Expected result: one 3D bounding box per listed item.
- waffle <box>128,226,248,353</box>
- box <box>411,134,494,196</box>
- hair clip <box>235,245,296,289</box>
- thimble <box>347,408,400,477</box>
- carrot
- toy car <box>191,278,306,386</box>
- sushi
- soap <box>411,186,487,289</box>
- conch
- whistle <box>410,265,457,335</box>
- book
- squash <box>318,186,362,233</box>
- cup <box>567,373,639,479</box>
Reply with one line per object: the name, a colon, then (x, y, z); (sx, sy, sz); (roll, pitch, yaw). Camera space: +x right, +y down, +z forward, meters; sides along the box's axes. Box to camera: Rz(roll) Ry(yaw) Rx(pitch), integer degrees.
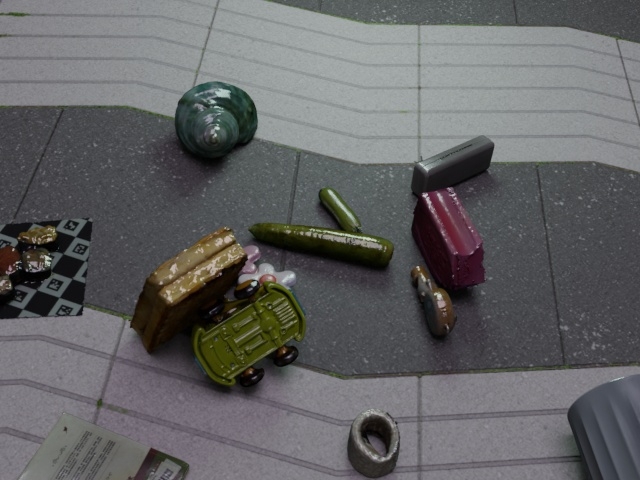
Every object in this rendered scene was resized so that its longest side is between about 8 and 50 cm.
waffle: (-0.276, 0.104, 1.654); (0.213, 0.308, 0.091); (-35, 82, -30)
box: (0.353, -0.197, 2.119); (0.244, 0.103, 0.055); (-25, 52, -25)
hair clip: (-0.162, 0.084, 1.850); (0.146, 0.075, 0.257); (-37, 58, -26)
thimble: (0.107, 0.404, 1.590); (0.102, 0.090, 0.115); (-23, 55, -24)
carrot: (0.000, 0.000, 1.936); (0.359, 0.074, 0.074); (11, 49, 5)
toy car: (-0.159, 0.188, 1.690); (0.248, 0.200, 0.142); (-28, 14, -13)
sushi: (-0.680, 0.046, 1.828); (0.292, 0.059, 0.294); (-3, 50, -10)
soap: (0.312, 0.006, 1.903); (0.099, 0.162, 0.250); (-11, 51, -15)
conch: (-0.279, -0.315, 2.119); (0.220, 0.195, 0.277); (33, 21, -15)
whistle: (0.261, 0.137, 1.836); (0.057, 0.107, 0.220); (-10, 37, -10)
book: (-0.422, 0.460, 1.524); (0.289, 0.026, 0.201); (20, 50, 11)
squash: (0.053, -0.070, 2.013); (0.052, 0.052, 0.183); (-22, 54, -23)
cup: (0.668, 0.463, 1.536); (0.323, 0.237, 0.326); (19, 41, -31)
